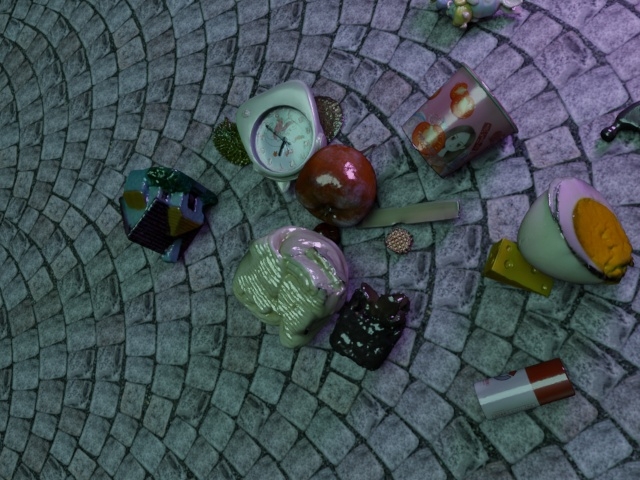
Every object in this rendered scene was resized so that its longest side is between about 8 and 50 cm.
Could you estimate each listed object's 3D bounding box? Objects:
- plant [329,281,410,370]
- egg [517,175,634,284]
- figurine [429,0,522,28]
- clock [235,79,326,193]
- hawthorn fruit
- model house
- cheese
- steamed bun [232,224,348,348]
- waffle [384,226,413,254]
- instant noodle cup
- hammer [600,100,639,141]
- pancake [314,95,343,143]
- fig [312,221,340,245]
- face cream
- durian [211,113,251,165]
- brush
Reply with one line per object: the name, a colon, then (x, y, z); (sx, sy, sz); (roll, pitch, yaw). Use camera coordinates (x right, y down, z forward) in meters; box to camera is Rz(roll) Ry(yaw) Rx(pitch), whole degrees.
plant: (0.137, 0.221, 1.424); (0.178, 0.204, 0.234); (27, 101, 17)
egg: (0.599, -0.006, 1.270); (0.174, 0.286, 0.264); (-40, 51, 53)
figurine: (0.450, -0.694, 1.521); (0.155, 0.127, 0.235); (-41, 68, -10)
clock: (-0.110, -0.318, 1.664); (0.265, 0.108, 0.324); (-19, 86, 17)
hawthorn fruit: (0.041, -0.169, 1.524); (0.231, 0.235, 0.263); (-25, 62, 26)
model house: (-0.507, -0.068, 1.716); (0.230, 0.280, 0.249); (-3, 72, 24)
cheese: (0.520, 0.074, 1.351); (0.171, 0.126, 0.093); (23, 82, 7)
steamed bun: (-0.051, 0.119, 1.508); (0.394, 0.237, 0.347); (3, 112, 42)
waffle: (0.229, 0.002, 1.517); (0.083, 0.029, 0.075); (24, 92, 23)
instant noodle cup: (0.367, -0.314, 1.424); (0.231, 0.243, 0.243); (-38, 66, 20)
hammer: (0.896, -0.170, 1.256); (0.168, 0.044, 0.440); (-41, 67, 12)
pancake: (-0.017, -0.384, 1.713); (0.199, 0.021, 0.199); (-5, 77, 23)
fig: (0.000, 0.000, 1.601); (0.125, 0.089, 0.089); (-37, 64, 43)
face cream: (0.496, 0.364, 1.285); (0.214, 0.096, 0.096); (-24, 70, 17)
durian: (-0.305, -0.341, 1.793); (0.220, 0.095, 0.137); (38, 95, 31)
brush: (0.250, -0.072, 1.520); (0.321, 0.050, 0.060); (-5, 79, 30)
